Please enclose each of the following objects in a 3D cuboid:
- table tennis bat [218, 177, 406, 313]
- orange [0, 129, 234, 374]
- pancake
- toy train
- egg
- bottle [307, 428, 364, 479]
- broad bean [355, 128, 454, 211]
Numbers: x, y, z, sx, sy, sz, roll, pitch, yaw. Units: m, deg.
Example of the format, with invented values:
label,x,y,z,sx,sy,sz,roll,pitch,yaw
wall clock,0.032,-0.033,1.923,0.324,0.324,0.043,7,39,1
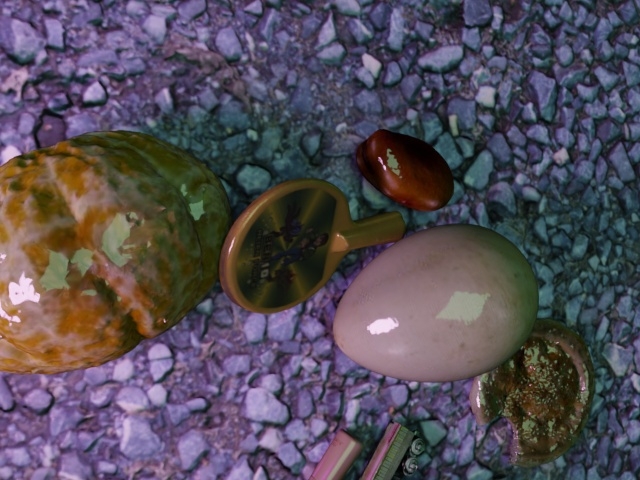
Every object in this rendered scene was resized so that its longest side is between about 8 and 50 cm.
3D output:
label,x,y,z,sx,sy,sz,roll,pitch,yaw
table tennis bat,0.000,0.000,0.841,0.321,0.050,0.198,-11,124,-40
orange,-0.272,0.010,0.721,0.369,0.210,0.270,-26,99,-16
pancake,0.362,0.249,1.015,0.254,0.037,0.253,1,88,-18
toy train,0.104,0.347,0.922,0.071,0.038,0.147,34,78,-14
egg,0.160,0.093,0.857,0.296,0.218,0.218,-16,93,-11
bottle,0.021,0.328,0.891,0.045,0.045,0.096,40,78,-14
broad bean,0.134,-0.106,0.926,0.165,0.084,0.114,15,78,-24
